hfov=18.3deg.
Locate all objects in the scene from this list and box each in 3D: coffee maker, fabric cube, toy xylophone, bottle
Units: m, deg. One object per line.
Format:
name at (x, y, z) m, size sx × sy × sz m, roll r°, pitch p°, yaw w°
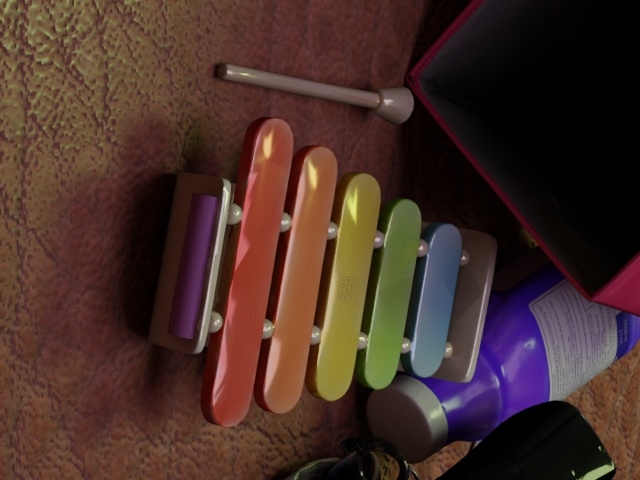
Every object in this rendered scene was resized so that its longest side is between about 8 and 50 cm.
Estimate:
coffee maker at (0.126, 0.186, 1.439) m, size 0.178 × 0.120 × 0.171 m, roll -31°, pitch 112°, yaw -46°
fabric cube at (0.278, -0.103, 1.517) m, size 0.259 × 0.254 × 0.258 m, roll -48°, pitch 145°, yaw 17°
toy xylophone at (0.000, 0.000, 1.386) m, size 0.323 × 0.081 × 0.236 m, roll -2°, pitch 99°, yaw -49°
bottle at (0.151, 0.088, 1.594) m, size 0.283 × 0.092 × 0.118 m, roll -30°, pitch 118°, yaw -40°

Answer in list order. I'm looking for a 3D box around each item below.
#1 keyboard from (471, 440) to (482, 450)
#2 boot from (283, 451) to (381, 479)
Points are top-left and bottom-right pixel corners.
keyboard at (0.168, 0.140, 1.706) m, size 0.072 × 0.014 × 0.256 m, roll 46°, pitch 63°, yaw -53°
boot at (0.045, 0.213, 1.489) m, size 0.258 × 0.095 × 0.123 m, roll -22°, pitch 122°, yaw -47°
